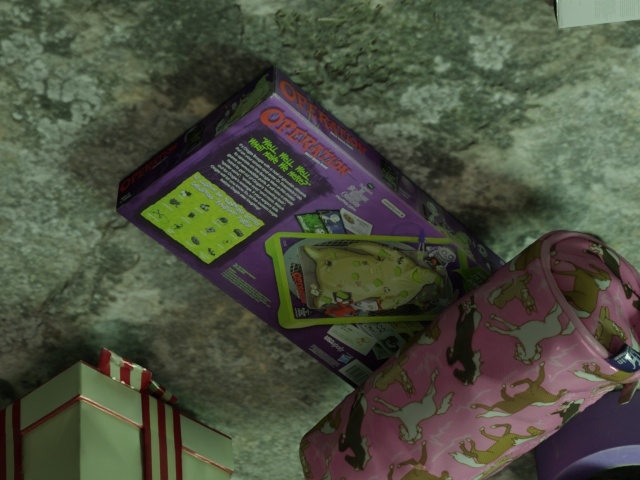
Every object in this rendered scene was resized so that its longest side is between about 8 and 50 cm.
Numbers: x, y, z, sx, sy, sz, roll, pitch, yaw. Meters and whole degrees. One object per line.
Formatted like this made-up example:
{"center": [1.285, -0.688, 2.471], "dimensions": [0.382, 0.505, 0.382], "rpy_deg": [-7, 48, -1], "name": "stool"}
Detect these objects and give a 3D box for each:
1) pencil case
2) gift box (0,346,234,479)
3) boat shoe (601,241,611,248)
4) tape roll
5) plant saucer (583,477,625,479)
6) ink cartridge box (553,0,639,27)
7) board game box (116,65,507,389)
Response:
{"center": [0.149, 0.155, 1.635], "dimensions": [0.386, 0.167, 0.160], "rpy_deg": [-41, 158, 32], "name": "pencil case"}
{"center": [-0.244, 0.273, 1.717], "dimensions": [0.255, 0.258, 0.276], "rpy_deg": [-29, 134, 24], "name": "gift box"}
{"center": [0.266, 0.060, 1.676], "dimensions": [0.050, 0.045, 0.135], "rpy_deg": [2, 133, -3], "name": "boat shoe"}
{"center": [0.331, 0.254, 1.834], "dimensions": [0.189, 0.080, 0.189], "rpy_deg": [-1, 133, -1], "name": "tape roll"}
{"center": [0.298, 0.307, 1.808], "dimensions": [0.168, 0.029, 0.168], "rpy_deg": [-1, 133, -1], "name": "plant saucer"}
{"center": [0.256, -0.219, 1.431], "dimensions": [0.115, 0.029, 0.063], "rpy_deg": [-6, 132, 3], "name": "ink cartridge box"}
{"center": [0.000, 0.000, 1.618], "dimensions": [0.208, 0.056, 0.347], "rpy_deg": [-31, 126, 30], "name": "board game box"}
